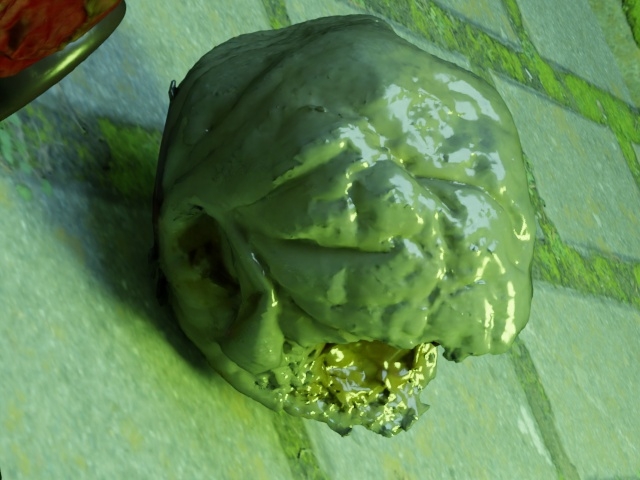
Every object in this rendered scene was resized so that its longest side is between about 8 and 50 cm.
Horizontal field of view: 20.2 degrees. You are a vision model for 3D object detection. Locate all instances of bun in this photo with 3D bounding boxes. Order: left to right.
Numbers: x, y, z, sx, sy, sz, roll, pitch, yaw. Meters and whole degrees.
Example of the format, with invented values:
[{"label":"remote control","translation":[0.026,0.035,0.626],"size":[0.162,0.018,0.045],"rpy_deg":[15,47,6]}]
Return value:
[{"label":"bun","translation":[-0.003,-0.015,1.131],"size":[0.205,0.281,0.281],"rpy_deg":[-9,68,-31]}]

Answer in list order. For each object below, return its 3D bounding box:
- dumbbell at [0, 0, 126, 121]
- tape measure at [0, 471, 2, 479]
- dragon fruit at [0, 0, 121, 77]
[{"label":"dumbbell","translation":[-0.217,-0.172,0.967],"size":[0.225,0.140,0.124],"rpy_deg":[54,34,-16]},{"label":"tape measure","translation":[-0.205,0.031,0.669],"size":[0.112,0.199,0.186],"rpy_deg":[-22,116,-30]},{"label":"dragon fruit","translation":[-0.186,-0.207,0.748],"size":[0.277,0.277,0.342],"rpy_deg":[47,20,-32]}]
